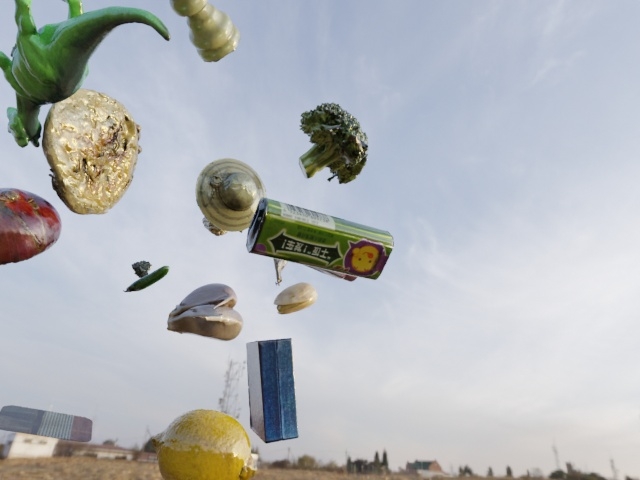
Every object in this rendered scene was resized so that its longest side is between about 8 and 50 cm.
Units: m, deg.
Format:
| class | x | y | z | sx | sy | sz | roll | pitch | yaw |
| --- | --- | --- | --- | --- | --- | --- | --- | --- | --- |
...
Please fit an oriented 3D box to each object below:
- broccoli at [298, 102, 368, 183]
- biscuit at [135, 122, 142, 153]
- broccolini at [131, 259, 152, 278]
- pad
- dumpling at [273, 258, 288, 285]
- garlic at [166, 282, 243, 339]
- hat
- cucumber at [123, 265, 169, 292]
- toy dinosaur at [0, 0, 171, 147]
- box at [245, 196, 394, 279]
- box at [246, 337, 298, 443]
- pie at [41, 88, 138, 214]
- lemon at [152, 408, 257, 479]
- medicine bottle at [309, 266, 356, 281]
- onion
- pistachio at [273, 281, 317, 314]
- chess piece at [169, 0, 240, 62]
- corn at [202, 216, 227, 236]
| class | x | y | z | sx | sy | sz | roll | pitch | yaw |
| --- | --- | --- | --- | --- | --- | --- | --- | --- | --- |
| broccoli | 0.055 | -0.390 | 1.754 | 0.317 | 0.277 | 0.338 | -26 | -11 | -38 |
| biscuit | -0.770 | -0.398 | 1.671 | 0.165 | 0.036 | 0.225 | 21 | -40 | -18 |
| broccolini | -0.770 | 0.116 | 1.899 | 0.073 | 0.079 | 0.392 | -21 | 8 | -17 |
| pad | -0.750 | 0.509 | 1.187 | 0.249 | 0.055 | 0.323 | 23 | -26 | -25 |
| dumpling | -0.162 | 0.024 | 1.744 | 0.085 | 0.333 | 0.166 | -6 | -14 | 1 |
| garlic | -0.407 | 0.256 | 1.639 | 0.245 | 0.232 | 0.340 | 24 | -27 | -29 |
| hat | -0.260 | -0.156 | 1.370 | 0.251 | 0.252 | 0.110 | 21 | -21 | -28 |
| cucumber | -0.534 | 0.125 | 1.337 | 0.155 | 0.037 | 0.037 | -30 | -29 | -9 |
| toy dinosaur | -0.518 | -0.311 | 0.880 | 0.499 | 0.144 | 0.375 | 28 | -62 | 22 |
| box | 0.000 | 0.000 | 1.045 | 0.345 | 0.097 | 0.134 | 13 | -67 | -23 |
| box | -0.155 | 0.452 | 1.342 | 0.116 | 0.279 | 0.261 | 0 | -14 | -19 |
| pie | -0.602 | -0.229 | 1.156 | 0.077 | 0.340 | 0.339 | 7 | -28 | 15 |
| lemon | -0.269 | 0.497 | 1.011 | 0.256 | 0.189 | 0.188 | 18 | -29 | 4 |
| medicine bottle | 0.038 | 0.066 | 1.388 | 0.187 | 0.095 | 0.119 | 25 | -9 | -30 |
| onion | -0.765 | -0.042 | 1.043 | 0.247 | 0.248 | 0.162 | -1 | -69 | 9 |
| pistachio | -0.105 | 0.250 | 1.880 | 0.200 | 0.117 | 0.145 | -15 | 4 | -33 |
| chess piece | -0.315 | -0.590 | 1.085 | 0.133 | 0.133 | 0.243 | -7 | -31 | 20 |
| corn | -0.422 | -0.065 | 1.736 | 0.087 | 0.087 | 0.210 | 20 | -4 | -25 |
